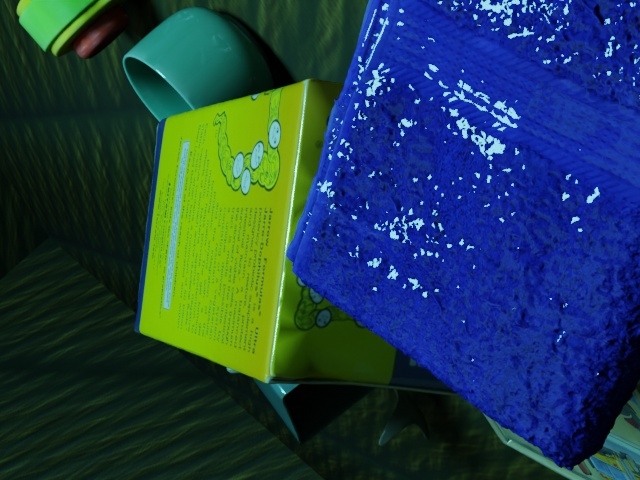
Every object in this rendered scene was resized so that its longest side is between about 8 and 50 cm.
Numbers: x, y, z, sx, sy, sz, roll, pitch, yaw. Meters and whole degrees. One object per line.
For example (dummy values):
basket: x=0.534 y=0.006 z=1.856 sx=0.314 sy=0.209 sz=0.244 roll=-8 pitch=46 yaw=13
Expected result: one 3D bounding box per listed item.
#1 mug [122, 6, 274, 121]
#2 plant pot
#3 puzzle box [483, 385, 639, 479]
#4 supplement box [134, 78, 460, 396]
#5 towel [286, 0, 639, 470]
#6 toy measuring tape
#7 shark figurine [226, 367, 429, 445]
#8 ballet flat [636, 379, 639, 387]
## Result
mug: x=-0.106 y=-0.149 z=1.174 sx=0.129 sy=0.097 sz=0.158 roll=41 pitch=165 yaw=16
plant pot: x=-0.039 y=0.086 z=1.496 sx=0.234 sy=0.165 sz=0.165 roll=47 pitch=167 yaw=27
puzzle box: x=0.249 y=0.150 z=1.085 sx=0.409 sy=0.052 sz=0.272 roll=21 pitch=152 yaw=56
supplement box: x=0.000 y=0.000 z=0.956 sx=0.194 sy=0.195 sz=0.356 roll=7 pitch=179 yaw=-22
towel: x=0.093 y=-0.060 z=0.622 sx=0.228 sy=0.076 sz=0.308 roll=37 pitch=127 yaw=34
toy measuring tape: x=-0.242 y=-0.254 z=1.238 sx=0.121 sy=0.121 sz=0.330 roll=48 pitch=165 yaw=-7
shark figurine: x=0.034 y=0.146 z=1.622 sx=0.278 sy=0.166 sz=0.116 roll=22 pitch=-177 yaw=18
ballet flat: x=0.211 y=0.018 z=0.744 sx=0.107 sy=0.106 sz=0.316 roll=46 pitch=164 yaw=4
